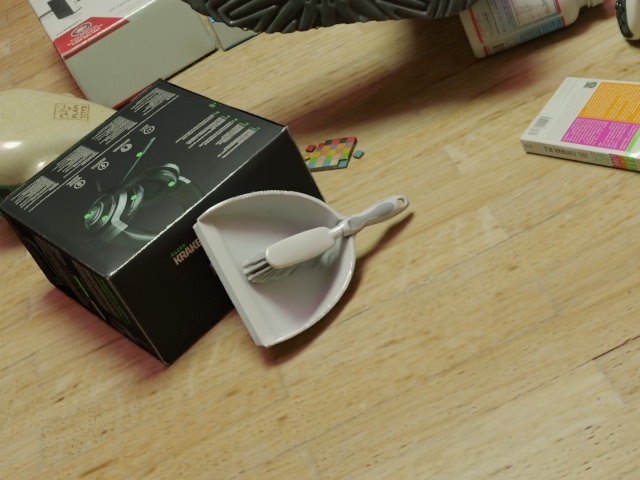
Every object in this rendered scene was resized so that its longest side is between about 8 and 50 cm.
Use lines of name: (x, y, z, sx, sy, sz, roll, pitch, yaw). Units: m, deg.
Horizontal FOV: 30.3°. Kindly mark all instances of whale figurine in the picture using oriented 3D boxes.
whale figurine: (-0.322, -0.103, 1.490, 0.272, 0.141, 0.216, -3, 36, -8)

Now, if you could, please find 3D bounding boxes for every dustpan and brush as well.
dustpan and brush: (0.000, 0.000, 1.162, 0.211, 0.147, 0.060, -22, -11, -37)

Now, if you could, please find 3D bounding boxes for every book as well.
book: (0.283, -0.117, 1.175, 0.144, 0.035, 0.096, 17, 58, 45)

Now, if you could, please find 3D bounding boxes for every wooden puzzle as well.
wooden puzzle: (0.012, -0.098, 1.346, 0.083, 0.006, 0.049, -6, 41, 27)

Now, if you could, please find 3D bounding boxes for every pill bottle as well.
pill bottle: (0.238, -0.275, 1.348, 0.160, 0.087, 0.087, -20, 37, 10)

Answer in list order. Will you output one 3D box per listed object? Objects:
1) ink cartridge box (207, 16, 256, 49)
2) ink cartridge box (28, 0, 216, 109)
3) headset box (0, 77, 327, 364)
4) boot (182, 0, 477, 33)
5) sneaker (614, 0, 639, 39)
ink cartridge box: (-0.120, -0.333, 1.680, 0.088, 0.052, 0.122, -27, 35, 1)
ink cartridge box: (-0.296, -0.320, 1.723, 0.197, 0.114, 0.273, -32, 35, -5)
headset box: (-0.165, -0.030, 1.270, 0.246, 0.131, 0.283, -42, 38, -20)
boot: (0.038, -0.391, 1.427, 0.367, 0.146, 0.445, 7, 32, 8)
sneaker: (0.397, -0.350, 1.266, 0.118, 0.110, 0.292, 19, 87, 5)
